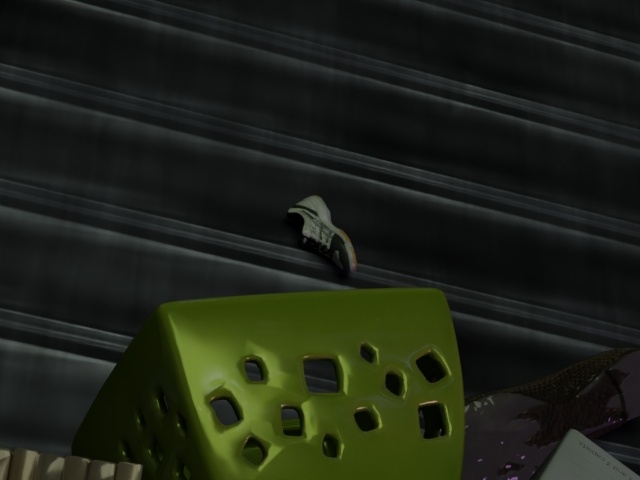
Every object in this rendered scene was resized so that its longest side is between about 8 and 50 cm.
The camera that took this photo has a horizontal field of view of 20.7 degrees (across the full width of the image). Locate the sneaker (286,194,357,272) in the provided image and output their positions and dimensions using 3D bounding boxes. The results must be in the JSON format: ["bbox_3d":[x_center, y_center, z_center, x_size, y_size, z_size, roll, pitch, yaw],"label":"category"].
[{"bbox_3d":[0.000,0.000,1.518,0.037,0.032,0.083,-23,58,-22],"label":"sneaker"}]

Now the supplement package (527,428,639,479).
[{"bbox_3d":[0.160,0.306,1.170,0.199,0.198,0.262,36,34,7],"label":"supplement package"}]

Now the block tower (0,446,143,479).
[{"bbox_3d":[-0.288,0.169,1.139,0.335,0.097,0.091,9,78,-3],"label":"block tower"}]

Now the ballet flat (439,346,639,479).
[{"bbox_3d":[0.182,0.146,1.459,0.250,0.058,0.084,-20,97,-30],"label":"ballet flat"}]

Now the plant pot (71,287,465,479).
[{"bbox_3d":[-0.023,0.176,1.223,0.227,0.228,0.207,-2,58,-26],"label":"plant pot"}]
